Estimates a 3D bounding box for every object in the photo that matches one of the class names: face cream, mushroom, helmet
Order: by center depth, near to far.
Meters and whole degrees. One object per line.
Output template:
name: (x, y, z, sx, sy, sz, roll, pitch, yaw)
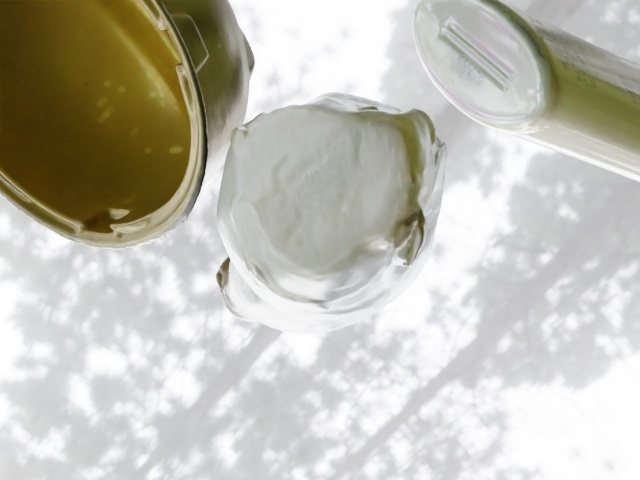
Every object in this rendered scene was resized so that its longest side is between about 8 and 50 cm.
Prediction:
mushroom: (0.002, 0.000, 0.743, 0.109, 0.351, 0.097, -6, -100, -5)
helmet: (-0.133, -0.125, 0.908, 0.257, 0.205, 0.140, 41, -140, 14)
face cream: (0.236, -0.100, 1.156, 0.348, 0.081, 0.173, 14, -156, -42)
